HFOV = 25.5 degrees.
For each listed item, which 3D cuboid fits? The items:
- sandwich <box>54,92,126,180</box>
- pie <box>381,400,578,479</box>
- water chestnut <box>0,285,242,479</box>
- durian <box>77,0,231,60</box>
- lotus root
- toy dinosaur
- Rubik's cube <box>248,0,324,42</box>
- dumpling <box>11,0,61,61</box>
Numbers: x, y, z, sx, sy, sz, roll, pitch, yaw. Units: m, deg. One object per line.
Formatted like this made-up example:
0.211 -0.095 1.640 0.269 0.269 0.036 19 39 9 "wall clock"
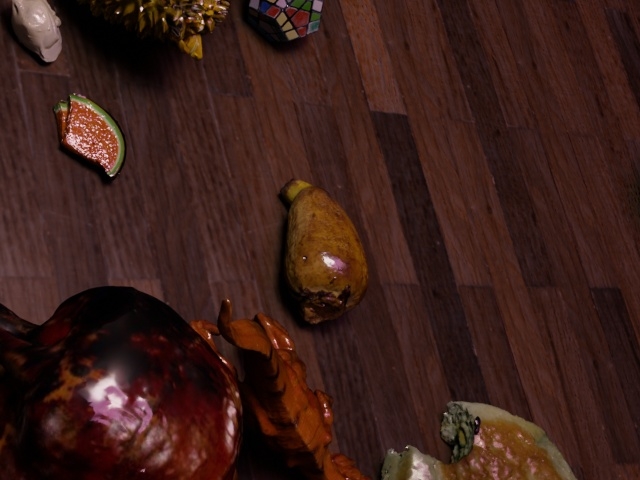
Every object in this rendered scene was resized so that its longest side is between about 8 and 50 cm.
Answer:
-0.255 -0.116 1.564 0.101 0.026 0.069 37 52 -10 "sandwich"
0.202 0.328 1.623 0.302 0.067 0.302 18 55 -28 "pie"
-0.201 0.157 1.275 0.289 0.289 0.244 -24 110 -44 "water chestnut"
-0.176 -0.354 1.628 0.258 0.258 0.293 35 59 -17 "durian"
0.000 0.000 1.648 0.108 0.094 0.190 50 26 -55 "lotus root"
-0.065 0.136 1.451 0.208 0.097 0.432 50 -2 43 "toy dinosaur"
-0.042 -0.303 1.792 0.093 0.111 0.111 10 54 0 "Rubik's cube"
-0.311 -0.243 1.574 0.076 0.052 0.057 43 56 5 "dumpling"
